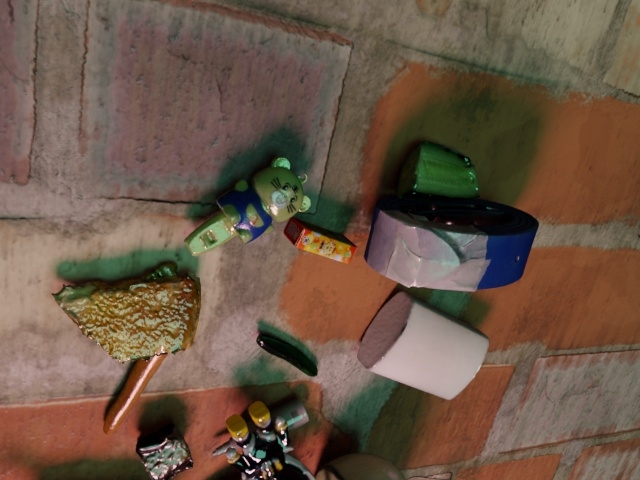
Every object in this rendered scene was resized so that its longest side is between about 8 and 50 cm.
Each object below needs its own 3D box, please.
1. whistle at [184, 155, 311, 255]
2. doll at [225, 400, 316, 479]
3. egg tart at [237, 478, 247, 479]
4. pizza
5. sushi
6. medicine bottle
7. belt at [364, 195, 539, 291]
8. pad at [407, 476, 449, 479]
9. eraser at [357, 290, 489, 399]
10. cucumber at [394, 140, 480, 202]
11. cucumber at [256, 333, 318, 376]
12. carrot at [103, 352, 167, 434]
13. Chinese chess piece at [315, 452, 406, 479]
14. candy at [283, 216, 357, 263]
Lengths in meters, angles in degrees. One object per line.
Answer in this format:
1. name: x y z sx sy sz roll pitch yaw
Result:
1. whistle: -0.117 -0.048 0.942 0.228 0.085 0.105 -33 114 -9
2. doll: -0.093 0.458 1.111 0.145 0.103 0.316 -39 120 -42
3. egg tart: -0.153 0.650 1.226 0.342 0.132 0.341 -12 119 -22
4. pizza: -0.299 0.121 0.931 0.227 0.069 0.147 -11 92 -23
5. sushi: -0.286 0.383 1.058 0.084 0.094 0.098 -24 106 -19
6. medicine bottle: -0.123 0.381 1.158 0.199 0.057 0.057 -23 121 -15
7. belt: 0.249 0.000 1.071 0.347 0.212 0.117 -1 115 -31
8. pad: 0.286 0.710 1.550 0.266 0.002 0.176 21 102 -32
9. eraser: 0.226 0.231 1.239 0.270 0.095 0.174 27 99 -33
10. cucumber: 0.210 -0.115 1.078 0.193 0.115 0.086 0 156 -31
11. cucumber: -0.061 0.222 1.130 0.184 0.033 0.036 40 67 -35
12. carrot: -0.315 0.238 1.005 0.043 0.043 0.247 27 101 -33
13. Chinese chess piece: 0.086 0.626 1.202 0.147 0.349 0.349 0 113 -20
14. candy: 0.000 0.000 1.036 0.122 0.062 0.038 19 104 -31
